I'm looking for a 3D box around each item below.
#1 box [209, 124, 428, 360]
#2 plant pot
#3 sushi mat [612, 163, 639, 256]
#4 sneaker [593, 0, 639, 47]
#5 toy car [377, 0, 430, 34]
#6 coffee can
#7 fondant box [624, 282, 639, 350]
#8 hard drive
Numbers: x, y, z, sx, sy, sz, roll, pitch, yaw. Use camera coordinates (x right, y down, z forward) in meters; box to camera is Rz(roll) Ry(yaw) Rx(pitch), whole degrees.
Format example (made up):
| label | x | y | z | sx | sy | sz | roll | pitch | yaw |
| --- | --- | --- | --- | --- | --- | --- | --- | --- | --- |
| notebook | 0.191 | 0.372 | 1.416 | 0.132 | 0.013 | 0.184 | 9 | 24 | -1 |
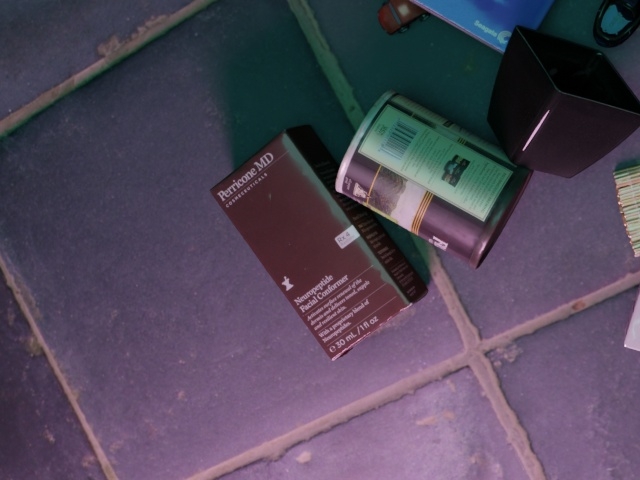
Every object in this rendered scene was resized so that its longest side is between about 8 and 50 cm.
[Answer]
| label | x | y | z | sx | sy | sz | roll | pitch | yaw |
| --- | --- | --- | --- | --- | --- | --- | --- | --- | --- |
| box | 0.000 | 0.000 | 2.005 | 0.191 | 0.143 | 0.381 | -38 | 84 | 20 |
| plant pot | 0.377 | -0.210 | 1.812 | 0.188 | 0.187 | 0.167 | 11 | 128 | -28 |
| sushi mat | 0.653 | -0.084 | 1.853 | 0.317 | 0.019 | 0.151 | -16 | 94 | 19 |
| sneaker | 0.521 | -0.411 | 1.805 | 0.081 | 0.090 | 0.232 | 34 | 107 | 10 |
| toy car | 0.213 | -0.461 | 1.912 | 0.239 | 0.053 | 0.225 | 5 | 100 | 16 |
| coffee can | 0.193 | -0.105 | 1.895 | 0.275 | 0.201 | 0.201 | 30 | 106 | 11 |
| fondant box | 0.656 | 0.046 | 1.818 | 0.238 | 0.096 | 0.330 | 16 | 108 | 12 |
| hard drive | 0.317 | -0.484 | 1.844 | 0.210 | 0.040 | 0.318 | 31 | 96 | 4 |
